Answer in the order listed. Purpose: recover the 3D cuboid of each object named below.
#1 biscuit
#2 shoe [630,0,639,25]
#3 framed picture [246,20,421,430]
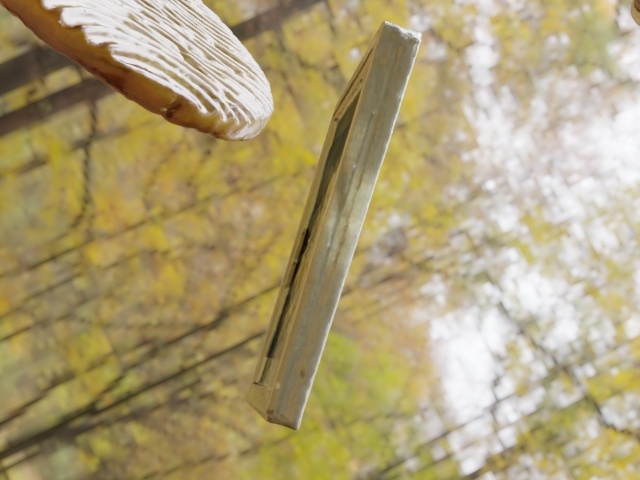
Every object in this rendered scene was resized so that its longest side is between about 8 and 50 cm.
[{"bbox_3d":[-0.165,-0.191,1.355,0.318,0.040,0.318,34,18,-13],"label":"biscuit"},{"bbox_3d":[0.355,-0.234,1.614,0.143,0.064,0.071,13,-30,38],"label":"shoe"},{"bbox_3d":[0.000,0.000,0.696,0.203,0.015,0.150,146,-39,-85],"label":"framed picture"}]
